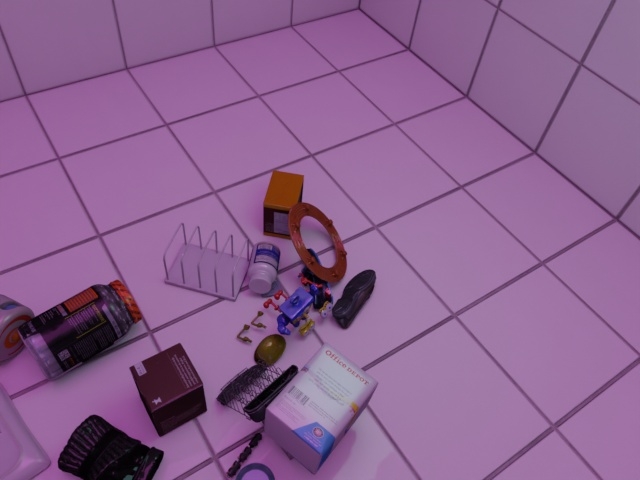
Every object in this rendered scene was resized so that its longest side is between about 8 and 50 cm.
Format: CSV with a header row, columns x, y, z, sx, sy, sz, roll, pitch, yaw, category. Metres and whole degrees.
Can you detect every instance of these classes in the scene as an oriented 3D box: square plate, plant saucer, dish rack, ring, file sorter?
x,y,z,sx,sy,sz,roll,pitch,yaw,category
-1.028,0.626,1.602,0.344,0.049,0.347,-35,62,-29,square plate
-0.194,0.722,1.641,0.119,0.021,0.119,3,50,-4,plant saucer
-0.206,0.458,1.742,0.208,0.074,0.271,-35,26,-33,dish rack
0.000,0.000,2.104,0.336,0.032,0.337,38,37,-36,ring
-0.418,0.069,2.050,0.277,0.173,0.193,14,50,5,file sorter

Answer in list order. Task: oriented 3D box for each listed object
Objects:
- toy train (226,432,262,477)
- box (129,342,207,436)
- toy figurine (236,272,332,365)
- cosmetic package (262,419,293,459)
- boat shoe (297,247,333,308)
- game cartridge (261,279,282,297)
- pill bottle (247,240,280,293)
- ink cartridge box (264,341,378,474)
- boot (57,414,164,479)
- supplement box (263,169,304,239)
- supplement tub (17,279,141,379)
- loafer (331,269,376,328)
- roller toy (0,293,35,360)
x,y,z,sx,sy,sz,roll,pitch,yaw,category
-0.233,0.652,1.684,0.027,0.036,0.158,43,54,-1,toy train
-0.463,0.460,1.705,0.167,0.203,0.168,-24,58,-24,box
-0.120,0.234,1.878,0.362,0.217,0.191,-41,72,-19,toy figurine
-0.018,0.527,1.764,0.309,0.113,0.160,-31,61,-28,cosmetic package
-0.030,0.137,2.084,0.088,0.109,0.258,-14,52,-14,boat shoe
-0.187,0.184,2.084,0.083,0.017,0.056,-17,51,-19,game cartridge
-0.214,0.102,2.073,0.111,0.112,0.187,7,44,-1,pill bottle
0.000,0.482,1.603,0.198,0.197,0.270,35,56,18,ink cartridge box
-0.633,0.683,1.546,0.260,0.131,0.348,24,41,3,boot
-0.149,-0.142,2.238,0.129,0.194,0.191,10,50,2,supplement box
-0.776,0.281,1.811,0.338,0.207,0.207,-32,61,-28,supplement tub
0.131,0.216,2.070,0.096,0.084,0.267,4,38,38,loafer
-1.033,0.285,1.786,0.146,0.191,0.209,23,52,11,roller toy
